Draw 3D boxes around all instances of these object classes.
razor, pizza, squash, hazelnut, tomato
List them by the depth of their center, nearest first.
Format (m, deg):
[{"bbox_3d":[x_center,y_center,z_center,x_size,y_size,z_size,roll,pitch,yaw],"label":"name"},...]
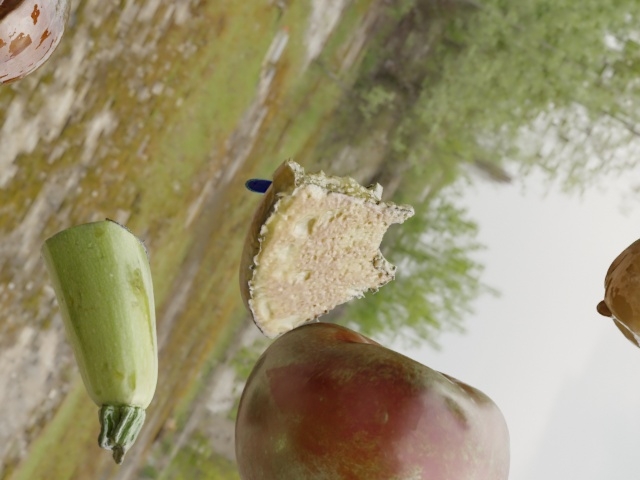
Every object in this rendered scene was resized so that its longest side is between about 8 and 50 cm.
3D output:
[{"bbox_3d":[-0.277,-0.206,1.032,0.143,0.143,0.154,-61,155,-16],"label":"hazelnut"},{"bbox_3d":[0.043,0.212,1.175,0.270,0.270,0.223,66,46,-89],"label":"tomato"},{"bbox_3d":[-0.245,0.125,1.505,0.137,0.288,0.137,-19,164,-6],"label":"squash"},{"bbox_3d":[0.000,0.000,1.582,0.323,0.223,0.089,101,-29,-49],"label":"pizza"},{"bbox_3d":[-0.036,-0.074,1.811,0.028,0.154,0.044,-169,-92,-72],"label":"razor"}]

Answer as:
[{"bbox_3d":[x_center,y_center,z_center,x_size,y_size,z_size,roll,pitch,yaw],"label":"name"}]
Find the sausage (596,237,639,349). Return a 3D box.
[{"bbox_3d":[0.376,0.044,1.124,0.120,0.241,0.136,-92,178,-49],"label":"sausage"}]
